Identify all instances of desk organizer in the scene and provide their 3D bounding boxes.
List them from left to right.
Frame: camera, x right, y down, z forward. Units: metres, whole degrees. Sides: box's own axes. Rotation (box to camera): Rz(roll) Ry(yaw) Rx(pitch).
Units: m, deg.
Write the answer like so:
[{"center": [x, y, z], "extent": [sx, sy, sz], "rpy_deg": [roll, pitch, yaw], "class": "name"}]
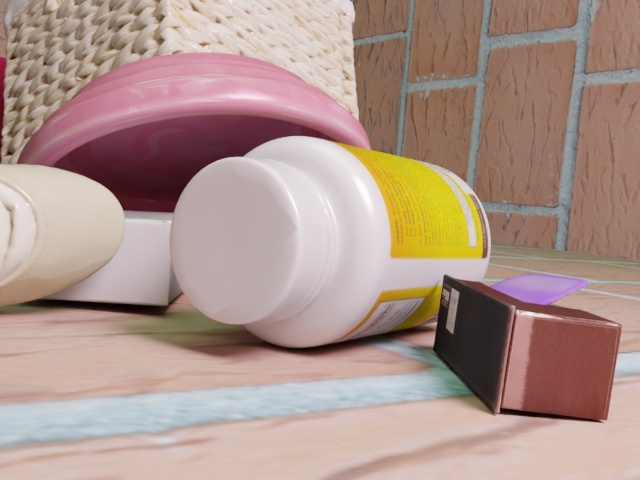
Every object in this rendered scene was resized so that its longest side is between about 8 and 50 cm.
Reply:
[{"center": [0.097, 0.049, 0.384], "extent": [0.050, 0.047, 0.130], "rpy_deg": [8, 3, -4], "class": "desk organizer"}]

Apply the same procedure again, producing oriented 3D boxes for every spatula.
[{"center": [0.123, 0.045, 0.672], "extent": [0.297, 0.030, 0.084], "rpy_deg": [3, 3, -39], "class": "spatula"}]

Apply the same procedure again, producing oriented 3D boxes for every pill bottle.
[{"center": [0.014, 0.001, 0.461], "extent": [0.117, 0.117, 0.215], "rpy_deg": [7, 3, 33], "class": "pill bottle"}]

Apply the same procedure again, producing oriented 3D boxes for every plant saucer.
[{"center": [-0.118, -0.077, 0.736], "extent": [0.333, 0.084, 0.332], "rpy_deg": [-8, -20, -3], "class": "plant saucer"}]

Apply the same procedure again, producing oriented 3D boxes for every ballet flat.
[{"center": [-0.230, 0.001, 0.399], "extent": [0.249, 0.086, 0.086], "rpy_deg": [-4, 5, -14], "class": "ballet flat"}]

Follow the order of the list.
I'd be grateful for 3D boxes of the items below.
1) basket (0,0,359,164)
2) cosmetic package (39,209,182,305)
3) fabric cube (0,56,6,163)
[{"center": [-0.165, -0.191, 0.918], "extent": [0.328, 0.266, 0.331], "rpy_deg": [-24, -32, 33], "class": "basket"}, {"center": [-0.146, 0.007, 0.592], "extent": [0.099, 0.060, 0.239], "rpy_deg": [1, 3, -2], "class": "cosmetic package"}, {"center": [-0.603, -0.160, 1.150], "extent": [0.258, 0.253, 0.259], "rpy_deg": [5, 2, -44], "class": "fabric cube"}]
